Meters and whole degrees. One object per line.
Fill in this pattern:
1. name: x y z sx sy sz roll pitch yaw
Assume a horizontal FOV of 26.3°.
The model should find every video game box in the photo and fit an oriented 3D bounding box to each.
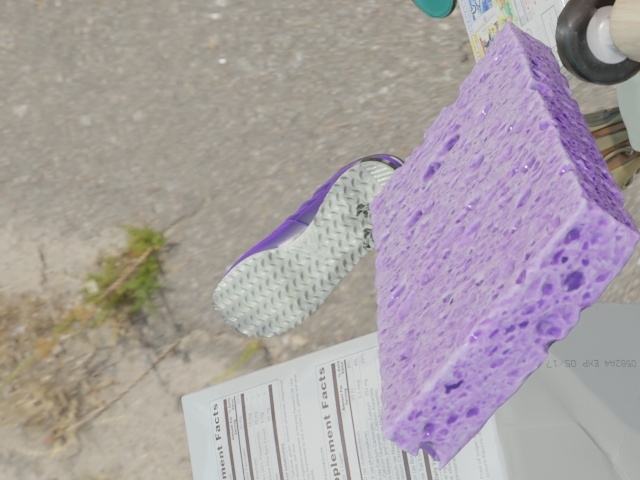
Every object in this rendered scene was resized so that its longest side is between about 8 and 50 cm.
1. video game box: 0.214 -0.256 1.452 0.187 0.048 0.205 -33 69 62

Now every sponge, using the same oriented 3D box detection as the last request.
1. sponge: 0.067 -0.008 0.575 0.031 0.210 0.117 32 112 -14

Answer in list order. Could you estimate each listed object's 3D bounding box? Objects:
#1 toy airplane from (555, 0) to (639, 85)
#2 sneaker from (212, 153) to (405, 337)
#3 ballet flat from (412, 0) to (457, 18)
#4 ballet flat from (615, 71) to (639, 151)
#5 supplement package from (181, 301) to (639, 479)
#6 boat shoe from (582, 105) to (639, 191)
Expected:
1. toy airplane: 0.176 -0.297 0.719 0.272 0.384 0.386 -41 63 -11
2. sneaker: 0.001 0.000 1.630 0.293 0.146 0.102 -39 98 22
3. ballet flat: 0.118 -0.386 1.756 0.072 0.068 0.213 -22 116 26
4. ballet flat: 0.440 -0.128 1.661 0.164 0.182 0.483 -2 114 48
5. supplement package: 0.079 0.164 0.869 0.262 0.199 0.198 -23 71 43
6. boat shoe: 0.375 -0.117 1.872 0.324 0.122 0.120 -9 89 -18
